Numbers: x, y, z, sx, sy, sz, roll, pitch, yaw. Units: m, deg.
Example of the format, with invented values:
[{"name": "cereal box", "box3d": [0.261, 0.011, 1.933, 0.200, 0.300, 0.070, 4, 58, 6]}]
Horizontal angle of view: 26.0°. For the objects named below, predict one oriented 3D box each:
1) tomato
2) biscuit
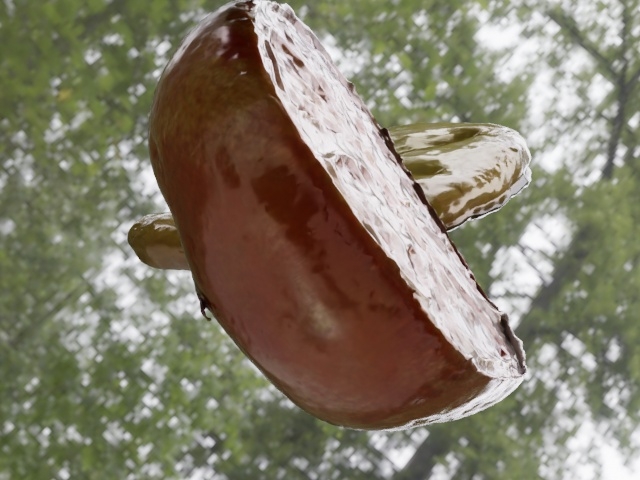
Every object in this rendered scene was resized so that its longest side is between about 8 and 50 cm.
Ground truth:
[{"name": "tomato", "box3d": [0.000, 0.000, 0.671, 0.095, 0.237, 0.237, -34, -78, 14]}, {"name": "biscuit", "box3d": [0.025, -0.030, 0.954, 0.154, 0.299, 0.045, 16, -60, 45]}]
